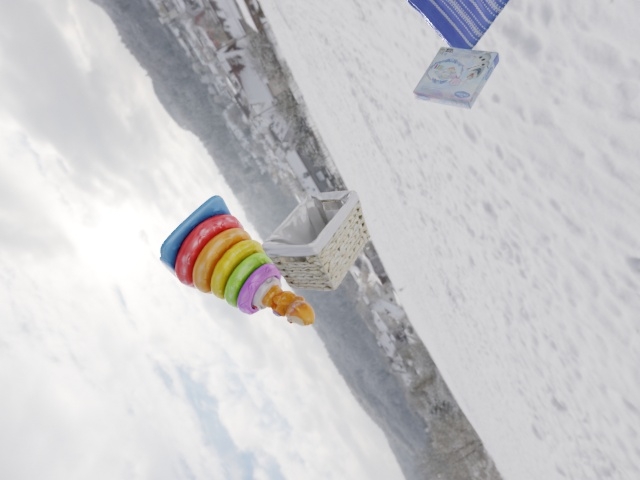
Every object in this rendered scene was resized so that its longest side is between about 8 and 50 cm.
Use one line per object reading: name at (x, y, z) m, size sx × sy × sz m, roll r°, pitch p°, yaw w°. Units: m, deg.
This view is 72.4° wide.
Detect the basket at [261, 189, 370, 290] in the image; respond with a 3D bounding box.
basket at (0.000, 0.000, 0.760) m, size 0.114 × 0.167 × 0.103 m, roll -1°, pitch 126°, yaw 36°

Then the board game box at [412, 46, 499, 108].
board game box at (0.196, -0.238, 0.636) m, size 0.090 × 0.090 × 0.020 m, roll 25°, pitch 167°, yaw 35°

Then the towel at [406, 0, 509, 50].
towel at (0.332, -0.610, 0.985) m, size 0.243 × 0.040 × 0.336 m, roll 53°, pitch 157°, yaw 8°

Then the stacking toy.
stacking toy at (-0.132, 0.071, 0.810) m, size 0.302 × 0.165 × 0.175 m, roll 33°, pitch 160°, yaw 22°
